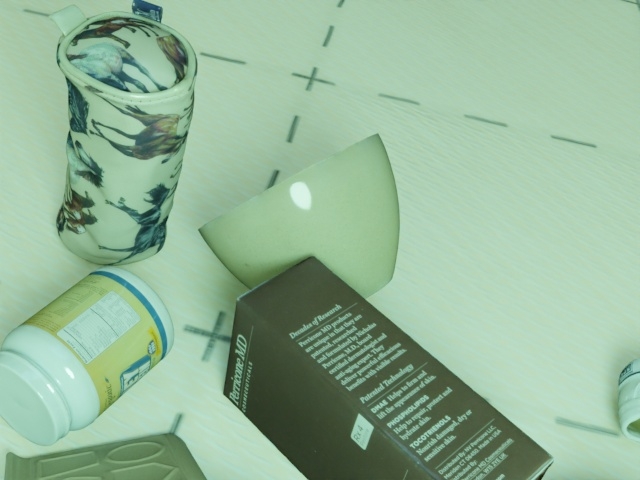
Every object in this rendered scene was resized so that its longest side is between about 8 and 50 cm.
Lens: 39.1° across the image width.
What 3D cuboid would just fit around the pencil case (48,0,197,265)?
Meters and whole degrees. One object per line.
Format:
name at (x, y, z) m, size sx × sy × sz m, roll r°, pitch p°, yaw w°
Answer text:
pencil case at (-0.273, -0.124, 1.211) m, size 0.183 × 0.410 × 0.160 m, roll 44°, pitch 56°, yaw 15°

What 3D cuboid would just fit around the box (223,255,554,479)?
box at (0.061, 0.213, 1.058) m, size 0.143 × 0.191 × 0.381 m, roll -27°, pitch 54°, yaw -35°

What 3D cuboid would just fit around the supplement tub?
supplement tub at (-0.291, 0.138, 1.093) m, size 0.144 × 0.144 × 0.200 m, roll 29°, pitch 45°, yaw 18°

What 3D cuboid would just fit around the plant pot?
plant pot at (0.000, 0.000, 1.256) m, size 0.284 × 0.284 × 0.191 m, roll -30°, pitch 93°, yaw -37°

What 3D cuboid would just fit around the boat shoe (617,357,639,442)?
boat shoe at (0.566, 0.269, 1.158) m, size 0.367 × 0.135 × 0.156 m, roll 17°, pitch 41°, yaw 10°

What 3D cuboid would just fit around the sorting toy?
sorting toy at (-0.236, 0.262, 0.987) m, size 0.208 × 0.038 × 0.193 m, roll -2°, pitch 5°, yaw -18°
